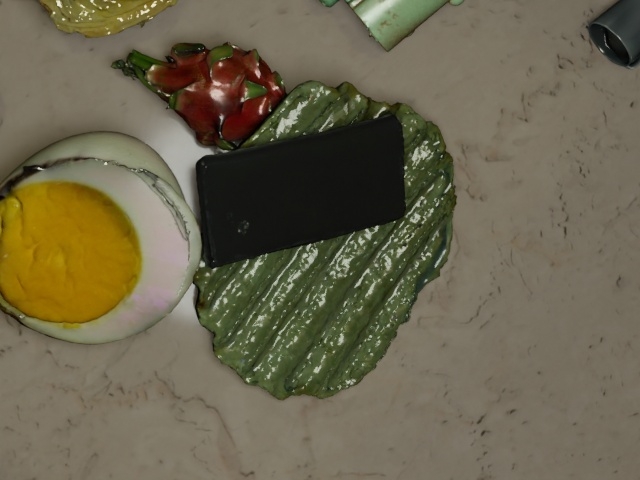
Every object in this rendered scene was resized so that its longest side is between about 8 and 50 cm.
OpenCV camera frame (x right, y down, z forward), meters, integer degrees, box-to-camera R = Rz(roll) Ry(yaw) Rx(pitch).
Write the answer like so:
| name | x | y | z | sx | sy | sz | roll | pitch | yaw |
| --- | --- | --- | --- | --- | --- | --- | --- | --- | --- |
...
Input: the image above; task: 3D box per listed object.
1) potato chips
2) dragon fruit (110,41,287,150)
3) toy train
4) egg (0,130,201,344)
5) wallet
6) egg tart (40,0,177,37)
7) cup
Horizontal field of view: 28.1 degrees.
| name | x | y | z | sx | sy | sz | roll | pitch | yaw |
| --- | --- | --- | --- | --- | --- | --- | --- | --- | --- |
| potato chips | 0.000 | 0.000 | 1.677 | 0.358 | 0.070 | 0.429 | 34 | 92 | -27 |
| dragon fruit | -0.153 | -0.196 | 1.645 | 0.235 | 0.137 | 0.135 | 19 | 90 | -12 |
| toy train | 0.131 | -0.380 | 1.680 | 0.285 | 0.116 | 0.177 | -40 | 104 | 6 |
| egg | -0.291 | -0.014 | 1.628 | 0.264 | 0.174 | 0.286 | 32 | 112 | -18 |
| wallet | -0.018 | -0.063 | 1.593 | 0.285 | 0.030 | 0.146 | -15 | 112 | -22 |
| egg tart | -0.269 | -0.455 | 1.613 | 0.339 | 0.153 | 0.351 | -40 | 95 | -3 |
| cup | 0.427 | -0.285 | 1.756 | 0.077 | 0.078 | 0.100 | -42 | 130 | -8 |
